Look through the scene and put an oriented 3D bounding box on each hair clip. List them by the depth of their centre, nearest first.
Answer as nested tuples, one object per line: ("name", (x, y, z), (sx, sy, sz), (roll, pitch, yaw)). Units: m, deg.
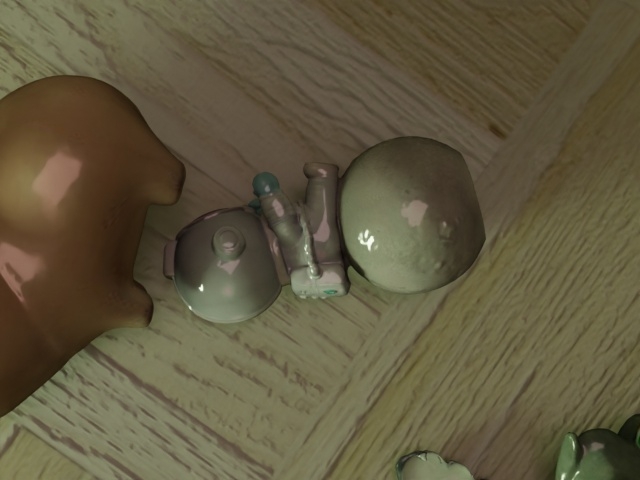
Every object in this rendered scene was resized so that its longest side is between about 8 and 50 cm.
("hair clip", (0.138, 0.269, 1.258), (0.172, 0.049, 0.116), (20, 79, 0))

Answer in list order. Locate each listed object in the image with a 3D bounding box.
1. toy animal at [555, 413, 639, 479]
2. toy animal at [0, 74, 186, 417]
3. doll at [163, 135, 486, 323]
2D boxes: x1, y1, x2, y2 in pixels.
("toy animal", (0.324, 0.213, 1.264), (0.236, 0.138, 0.108), (-7, 44, -28))
("toy animal", (-0.267, 0.009, 1.163), (0.269, 0.237, 0.326), (17, 86, -7))
("doll", (0.000, 0.000, 1.230), (0.287, 0.151, 0.151), (-15, 86, -2))
